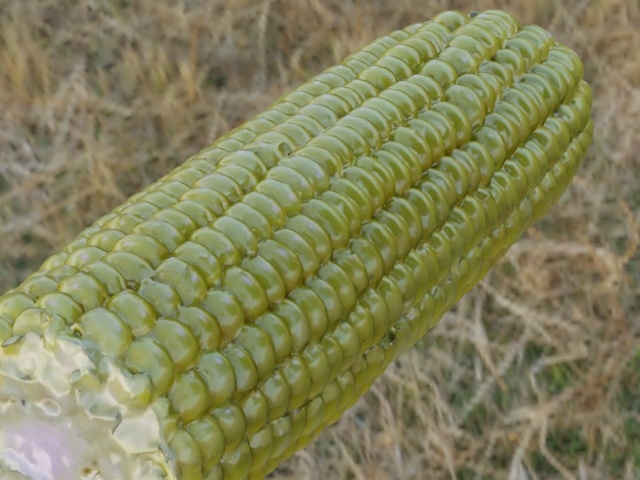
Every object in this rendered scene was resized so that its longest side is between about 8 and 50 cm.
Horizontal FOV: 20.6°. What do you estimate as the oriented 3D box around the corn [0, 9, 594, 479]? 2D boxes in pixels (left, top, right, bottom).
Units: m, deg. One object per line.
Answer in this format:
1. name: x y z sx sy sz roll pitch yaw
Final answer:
1. corn: 0.000 0.000 0.489 0.081 0.081 0.248 19 34 27
